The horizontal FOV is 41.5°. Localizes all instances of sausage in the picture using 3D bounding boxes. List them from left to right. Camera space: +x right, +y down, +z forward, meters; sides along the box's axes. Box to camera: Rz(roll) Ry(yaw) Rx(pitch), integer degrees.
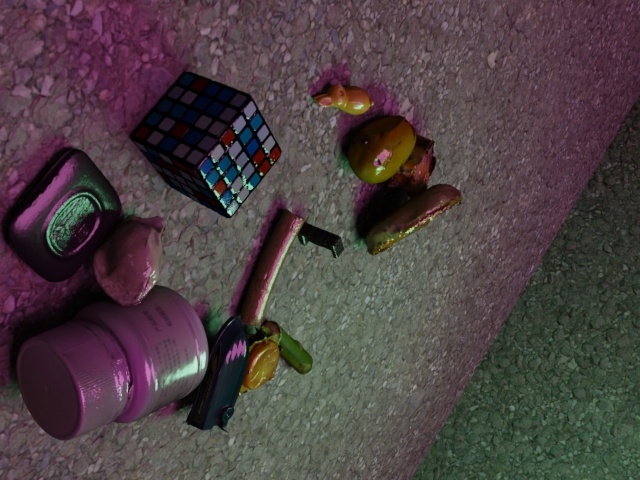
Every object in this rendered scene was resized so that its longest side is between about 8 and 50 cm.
[{"bbox_3d":[-0.123,0.069,2.072,0.066,0.066,0.301,18,96,-59],"label":"sausage"}]

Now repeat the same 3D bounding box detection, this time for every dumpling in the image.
[{"bbox_3d":[-0.365,0.030,1.612,0.118,0.136,0.199,86,18,-55],"label":"dumpling"}]

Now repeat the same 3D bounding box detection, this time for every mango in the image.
[{"bbox_3d":[0.172,-0.246,2.229,0.262,0.130,0.167,-40,147,-42],"label":"mango"}]

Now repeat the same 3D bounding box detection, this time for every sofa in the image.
[{"bbox_3d":[0.000,0.000,2.154,0.039,0.118,0.060,-52,147,-24],"label":"sofa"}]

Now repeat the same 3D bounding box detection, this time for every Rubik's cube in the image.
[{"bbox_3d":[-0.215,-0.184,1.634,0.182,0.184,0.187,-54,147,-16],"label":"Rubik's cube"}]

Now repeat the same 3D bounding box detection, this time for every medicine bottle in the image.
[{"bbox_3d":[-0.393,0.231,1.612,0.302,0.241,0.241,-20,128,-49],"label":"medicine bottle"}]

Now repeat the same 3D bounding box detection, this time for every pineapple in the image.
[{"bbox_3d":[0.259,-0.215,2.421,0.186,0.114,0.236,-65,159,1],"label":"pineapple"}]

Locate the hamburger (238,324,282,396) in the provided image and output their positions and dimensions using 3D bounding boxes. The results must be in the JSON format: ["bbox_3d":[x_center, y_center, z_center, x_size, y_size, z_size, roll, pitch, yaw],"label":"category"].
[{"bbox_3d":[-0.175,0.299,2.133,0.164,0.093,0.189,0,113,-59],"label":"hamburger"}]

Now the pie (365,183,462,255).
[{"bbox_3d":[0.263,-0.063,2.422,0.315,0.092,0.315,-32,174,-4],"label":"pie"}]

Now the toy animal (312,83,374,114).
[{"bbox_3d":[0.049,-0.340,2.027,0.159,0.083,0.070,-2,106,-46],"label":"toy animal"}]

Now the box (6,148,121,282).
[{"bbox_3d":[-0.456,-0.040,1.515,0.212,0.042,0.201,-53,149,-17],"label":"box"}]

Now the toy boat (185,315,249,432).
[{"bbox_3d":[-0.241,0.311,2.012,0.114,0.122,0.296,-11,122,-55],"label":"toy boat"}]

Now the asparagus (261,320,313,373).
[{"bbox_3d":[-0.088,0.294,2.293,0.067,0.060,0.277,-48,146,-6],"label":"asparagus"}]
